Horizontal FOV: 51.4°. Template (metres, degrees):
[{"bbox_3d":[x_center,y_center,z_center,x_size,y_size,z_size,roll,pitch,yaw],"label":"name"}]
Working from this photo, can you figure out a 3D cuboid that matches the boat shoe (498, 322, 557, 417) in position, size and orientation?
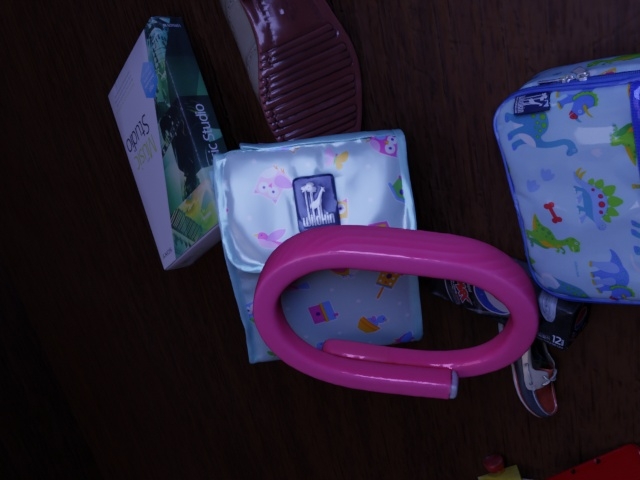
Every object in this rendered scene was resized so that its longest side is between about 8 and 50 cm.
[{"bbox_3d":[0.250,0.145,0.772,0.043,0.049,0.137,-13,101,49],"label":"boat shoe"}]

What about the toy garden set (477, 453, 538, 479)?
[{"bbox_3d":[0.324,0.388,0.859,0.244,0.049,0.203,-9,109,50],"label":"toy garden set"}]

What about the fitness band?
[{"bbox_3d":[0.075,0.078,0.688,0.291,0.054,0.209,5,133,6],"label":"fitness band"}]

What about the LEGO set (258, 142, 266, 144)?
[{"bbox_3d":[-0.064,-0.037,0.966,0.227,0.093,0.087,122,141,-55],"label":"LEGO set"}]

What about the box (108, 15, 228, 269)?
[{"bbox_3d":[-0.227,-0.138,1.018,0.232,0.058,0.322,-33,76,53],"label":"box"}]

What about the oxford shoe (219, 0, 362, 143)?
[{"bbox_3d":[-0.042,-0.237,0.792,0.130,0.123,0.348,-140,31,-63],"label":"oxford shoe"}]

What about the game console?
[{"bbox_3d":[0.351,0.324,0.772,0.124,0.085,0.144,38,127,-14],"label":"game console"}]

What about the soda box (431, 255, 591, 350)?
[{"bbox_3d":[0.208,0.056,0.739,0.169,0.060,0.053,23,131,36],"label":"soda box"}]

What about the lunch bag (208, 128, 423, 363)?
[{"bbox_3d":[0.000,0.000,0.780,0.160,0.223,0.262,-97,0,-57],"label":"lunch bag"}]

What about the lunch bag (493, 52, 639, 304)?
[{"bbox_3d":[0.261,-0.050,0.587,0.176,0.090,0.219,4,120,43],"label":"lunch bag"}]
